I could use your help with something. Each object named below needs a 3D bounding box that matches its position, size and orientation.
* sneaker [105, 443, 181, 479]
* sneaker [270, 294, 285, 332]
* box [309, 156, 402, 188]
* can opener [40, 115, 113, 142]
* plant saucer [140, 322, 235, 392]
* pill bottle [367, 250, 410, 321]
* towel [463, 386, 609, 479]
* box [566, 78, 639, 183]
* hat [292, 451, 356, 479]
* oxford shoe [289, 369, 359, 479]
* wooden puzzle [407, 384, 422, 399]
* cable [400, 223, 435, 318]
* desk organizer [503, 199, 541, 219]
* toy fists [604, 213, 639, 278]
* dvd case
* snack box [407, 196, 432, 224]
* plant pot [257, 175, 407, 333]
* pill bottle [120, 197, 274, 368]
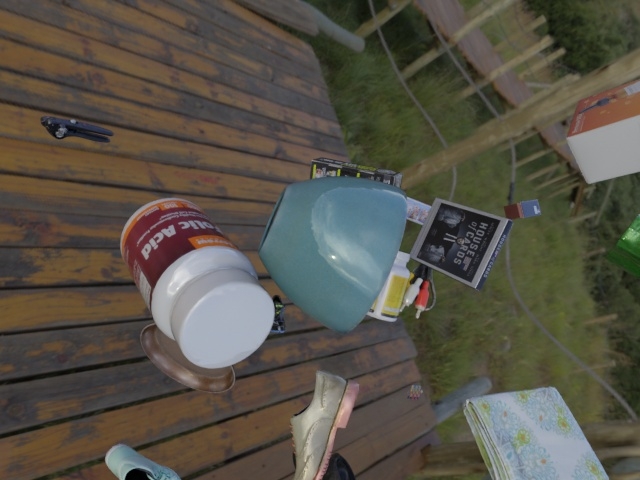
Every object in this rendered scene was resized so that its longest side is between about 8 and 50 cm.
[{"bbox_3d":[-0.433,0.634,1.221,0.094,0.151,0.256,-52,122,-21],"label":"sneaker"},{"bbox_3d":[-0.162,0.267,1.733,0.067,0.078,0.188,7,29,-14],"label":"sneaker"},{"bbox_3d":[0.070,-0.050,1.154,0.060,0.216,0.270,-27,128,-58],"label":"box"},{"bbox_3d":[-0.665,-0.308,1.313,0.186,0.059,0.073,3,56,-46],"label":"can opener"},{"bbox_3d":[-0.386,0.339,1.413,0.310,0.311,0.050,50,40,-18],"label":"plant saucer"},{"bbox_3d":[0.179,0.115,1.265,0.103,0.103,0.184,14,93,-46],"label":"pill bottle"},{"bbox_3d":[0.630,0.599,1.393,0.375,0.090,0.320,2,51,-22],"label":"towel"},{"bbox_3d":[0.481,-0.176,0.711,0.091,0.170,0.130,53,49,-21],"label":"box"},{"bbox_3d":[0.040,0.840,1.687,0.331,0.134,0.331,45,-1,1],"label":"hat"},{"bbox_3d":[-0.030,0.558,1.334,0.147,0.140,0.397,24,78,4],"label":"oxford shoe"},{"bbox_3d":[0.338,0.544,1.702,0.083,0.006,0.049,18,81,-38],"label":"wooden puzzle"},{"bbox_3d":[0.304,0.086,1.360,0.139,0.072,0.287,28,83,-3],"label":"cable"},{"bbox_3d":[0.582,-0.087,1.367,0.130,0.050,0.047,-9,86,-45],"label":"desk organizer"},{"bbox_3d":[0.634,0.027,0.888,0.142,0.096,0.279,38,7,26],"label":"toy fists"},{"bbox_3d":[0.340,0.001,1.184,0.030,0.239,0.179,22,94,-34],"label":"dvd case"},{"bbox_3d":[0.261,-0.101,1.457,0.178,0.064,0.022,20,15,-10],"label":"snack box"},{"bbox_3d":[0.000,0.000,0.868,0.195,0.290,0.290,22,49,-10],"label":"plant pot"},{"bbox_3d":[-0.270,0.077,1.012,0.224,0.224,0.392,22,11,-42],"label":"pill bottle"}]
